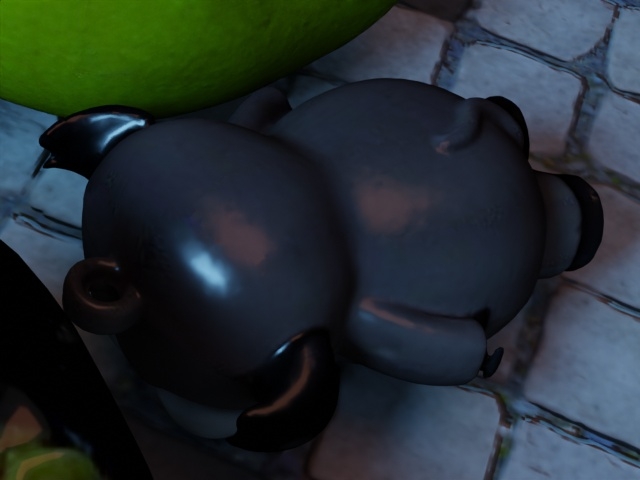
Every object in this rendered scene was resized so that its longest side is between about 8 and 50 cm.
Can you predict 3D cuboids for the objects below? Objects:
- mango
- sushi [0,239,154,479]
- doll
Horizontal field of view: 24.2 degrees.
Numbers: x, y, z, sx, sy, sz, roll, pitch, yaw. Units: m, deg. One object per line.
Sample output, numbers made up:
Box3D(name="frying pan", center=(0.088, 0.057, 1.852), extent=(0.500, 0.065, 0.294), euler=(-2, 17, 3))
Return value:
Box3D(name="mango", center=(-0.082, -0.141, 0.725), extent=(0.185, 0.149, 0.273), euler=(20, 26, 36))
Box3D(name="sushi", center=(-0.157, 0.098, 0.431), extent=(0.213, 0.200, 0.204), euler=(5, 33, -15))
Box3D(name="doll", center=(0.002, -0.002, 0.649), extent=(0.257, 0.117, 0.182), euler=(-21, 56, -32))
